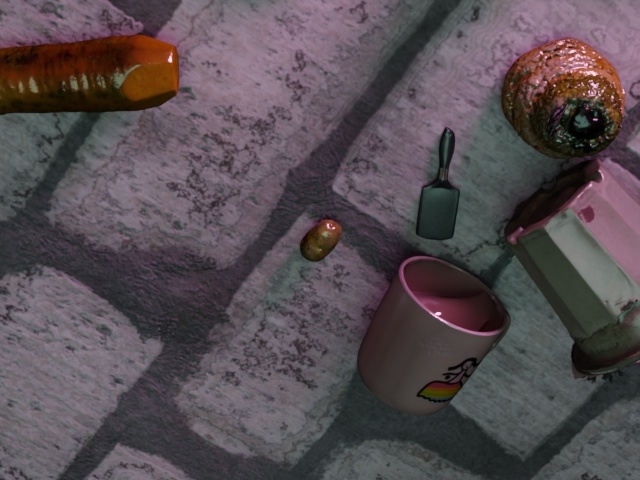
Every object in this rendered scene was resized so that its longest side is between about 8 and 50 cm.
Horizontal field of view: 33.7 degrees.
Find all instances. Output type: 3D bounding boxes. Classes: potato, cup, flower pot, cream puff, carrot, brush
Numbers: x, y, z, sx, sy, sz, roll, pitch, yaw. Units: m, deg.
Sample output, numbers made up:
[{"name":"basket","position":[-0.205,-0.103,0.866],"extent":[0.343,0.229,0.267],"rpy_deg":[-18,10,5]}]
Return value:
[{"name":"potato","position":[0.000,0.000,1.717],"extent":[0.051,0.040,0.083],"rpy_deg":[32,115,-25]},{"name":"cup","position":[0.196,0.162,1.735],"extent":[0.252,0.191,0.200],"rpy_deg":[2,127,-38]},{"name":"flower pot","position":[0.428,0.032,1.615],"extent":[0.290,0.290,0.259],"rpy_deg":[-38,100,19]},{"name":"cream puff","position":[0.361,-0.188,1.541],"extent":[0.183,0.169,0.183],"rpy_deg":[0,119,1]},{"name":"carrot","position":[-0.360,-0.243,1.560],"extent":[0.301,0.114,0.114],"rpy_deg":[-4,117,3]},{"name":"brush","position":[0.193,-0.088,1.682],"extent":[0.062,0.016,0.193],"rpy_deg":[5,118,-2]}]
